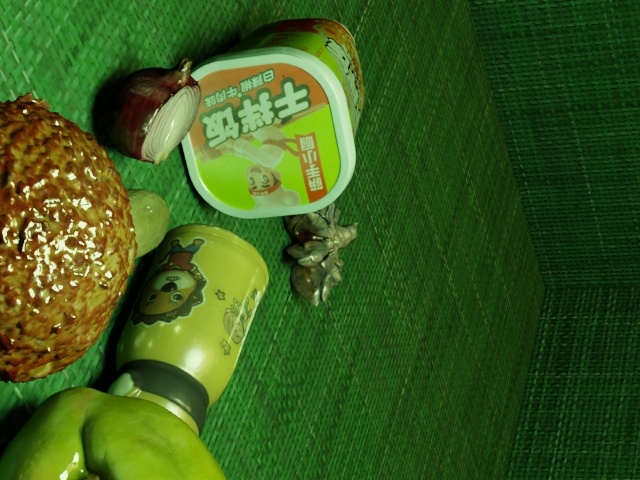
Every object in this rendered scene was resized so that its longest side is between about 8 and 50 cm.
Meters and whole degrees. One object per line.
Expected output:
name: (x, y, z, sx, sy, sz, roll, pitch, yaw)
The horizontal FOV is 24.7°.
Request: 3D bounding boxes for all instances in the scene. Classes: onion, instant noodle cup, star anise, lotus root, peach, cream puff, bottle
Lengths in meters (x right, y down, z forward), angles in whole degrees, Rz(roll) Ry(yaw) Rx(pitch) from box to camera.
onion: (-0.241, -0.194, 2.046, 0.206, 0.098, 0.151, -37, 147, -71)
instant noodle cup: (-0.056, -0.217, 2.327, 0.308, 0.294, 0.293, -63, 144, -62)
star anise: (0.000, 0.000, 2.628, 0.236, 0.093, 0.229, -8, 95, -66)
lotus root: (-0.257, -0.025, 2.024, 0.183, 0.077, 0.090, -32, 118, -63)
peach: (-0.244, 0.335, 1.759, 0.315, 0.282, 0.314, 71, 21, -51)
cream puff: (-0.328, -0.003, 1.662, 0.350, 0.229, 0.350, -4, 90, -70)
bottle: (-0.196, 0.153, 2.032, 0.351, 0.172, 0.171, -72, 150, -41)
